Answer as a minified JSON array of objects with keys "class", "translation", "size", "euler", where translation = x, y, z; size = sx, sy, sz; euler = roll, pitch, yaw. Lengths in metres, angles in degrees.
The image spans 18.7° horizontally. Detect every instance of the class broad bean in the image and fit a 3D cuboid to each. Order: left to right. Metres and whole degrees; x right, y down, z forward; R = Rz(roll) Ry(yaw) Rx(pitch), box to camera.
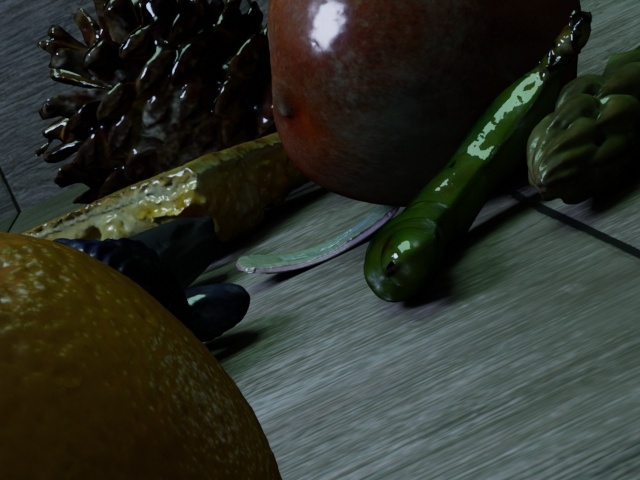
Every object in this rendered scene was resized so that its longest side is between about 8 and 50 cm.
[{"class":"broad bean","translation":[0.091,-0.037,1.273],"size":[0.292,0.049,0.144],"euler":[-50,-6,-41]}]

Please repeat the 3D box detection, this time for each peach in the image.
[{"class":"peach","translation":[0.070,-0.142,1.457],"size":[0.252,0.252,0.252],"euler":[-24,9,4]}]

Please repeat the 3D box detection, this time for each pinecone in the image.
[{"class":"pinecone","translation":[-0.154,-0.144,2.011],"size":[0.298,0.296,0.242],"euler":[-50,24,24]}]

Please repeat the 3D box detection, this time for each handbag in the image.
[{"class":"handbag","translation":[-0.206,0.061,1.542],"size":[0.192,0.075,0.332],"euler":[-20,9,23]}]

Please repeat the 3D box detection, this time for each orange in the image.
[{"class":"orange","translation":[-0.106,0.096,0.609],"size":[0.206,0.206,0.206],"euler":[-24,9,4]}]

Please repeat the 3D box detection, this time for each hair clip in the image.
[{"class":"hair clip","translation":[0.001,0.001,1.511],"size":[0.137,0.022,0.054],"euler":[-23,9,-5]}]

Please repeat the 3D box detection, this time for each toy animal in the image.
[{"class":"toy animal","translation":[-0.174,0.063,1.263],"size":[0.185,0.122,0.298],"euler":[-14,-12,27]}]

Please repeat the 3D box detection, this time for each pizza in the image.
[{"class":"pizza","translation":[-0.142,-0.024,1.847],"size":[0.258,0.087,0.268],"euler":[-18,5,33]}]

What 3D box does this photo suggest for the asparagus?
[{"class":"asparagus","translation":[0.195,-0.081,1.301],"size":[0.080,0.080,0.287],"euler":[-20,11,31]}]
